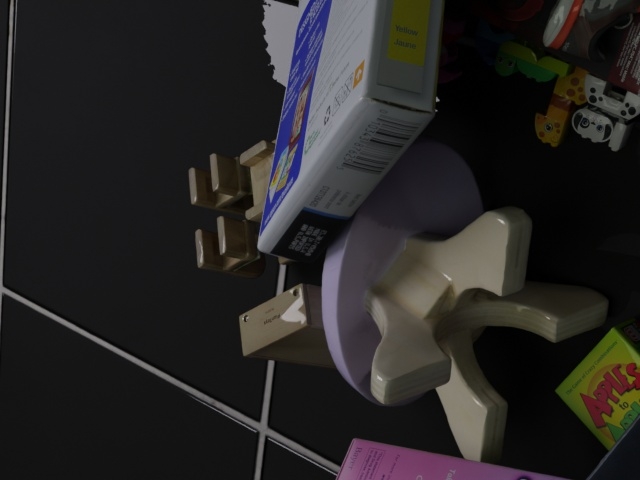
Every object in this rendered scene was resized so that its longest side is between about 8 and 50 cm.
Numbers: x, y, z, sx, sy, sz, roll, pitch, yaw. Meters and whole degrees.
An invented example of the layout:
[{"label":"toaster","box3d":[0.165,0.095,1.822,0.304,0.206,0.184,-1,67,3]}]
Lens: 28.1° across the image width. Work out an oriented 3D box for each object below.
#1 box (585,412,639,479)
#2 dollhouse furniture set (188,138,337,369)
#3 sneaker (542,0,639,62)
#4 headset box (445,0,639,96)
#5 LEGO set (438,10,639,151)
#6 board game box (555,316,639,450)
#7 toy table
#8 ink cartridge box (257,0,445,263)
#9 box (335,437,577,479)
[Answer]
[{"label":"box","box3d":[0.389,0.256,0.872,0.395,0.293,0.212,34,160,30]},{"label":"dollhouse furniture set","box3d":[0.000,0.000,1.317,0.212,0.161,0.242,-29,60,41]},{"label":"sneaker","box3d":[0.228,-0.203,0.955,0.065,0.061,0.158,28,122,1]},{"label":"headset box","box3d":[0.227,-0.264,1.041,0.293,0.110,0.218,34,120,30]},{"label":"LEGO set","box3d":[0.187,-0.132,1.131,0.227,0.087,0.093,27,121,26]},{"label":"board game box","box3d":[0.303,0.167,1.128,0.181,0.043,0.092,49,128,21]},{"label":"toy table","box3d":[0.114,0.059,1.148,0.161,0.252,0.274,36,144,47]},{"label":"ink cartridge box","box3d":[0.030,-0.174,1.085,0.303,0.072,0.307,126,156,-63]},{"label":"box","box3d":[0.155,0.293,1.161,0.243,0.213,0.117,3,59,40]}]
